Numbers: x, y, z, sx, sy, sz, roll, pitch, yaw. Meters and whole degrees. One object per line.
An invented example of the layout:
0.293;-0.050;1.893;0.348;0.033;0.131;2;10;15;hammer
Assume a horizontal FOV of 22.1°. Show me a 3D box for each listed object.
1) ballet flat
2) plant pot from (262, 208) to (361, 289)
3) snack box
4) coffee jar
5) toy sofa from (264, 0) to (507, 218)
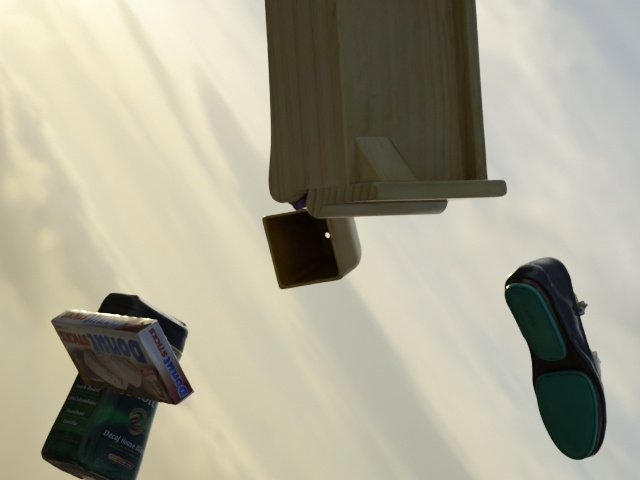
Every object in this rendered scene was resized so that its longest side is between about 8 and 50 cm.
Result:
0.223;0.102;1.485;0.203;0.074;0.074;68;-10;-23;ballet flat
0.000;0.000;1.753;0.083;0.081;0.081;-21;99;-59;plant pot
-0.156;0.089;1.275;0.178;0.022;0.064;1;-60;60;snack box
-0.200;0.148;1.621;0.079;0.184;0.096;4;-21;42;coffee jar
0.052;-0.203;1.492;0.177;0.150;0.363;-6;-92;57;toy sofa
